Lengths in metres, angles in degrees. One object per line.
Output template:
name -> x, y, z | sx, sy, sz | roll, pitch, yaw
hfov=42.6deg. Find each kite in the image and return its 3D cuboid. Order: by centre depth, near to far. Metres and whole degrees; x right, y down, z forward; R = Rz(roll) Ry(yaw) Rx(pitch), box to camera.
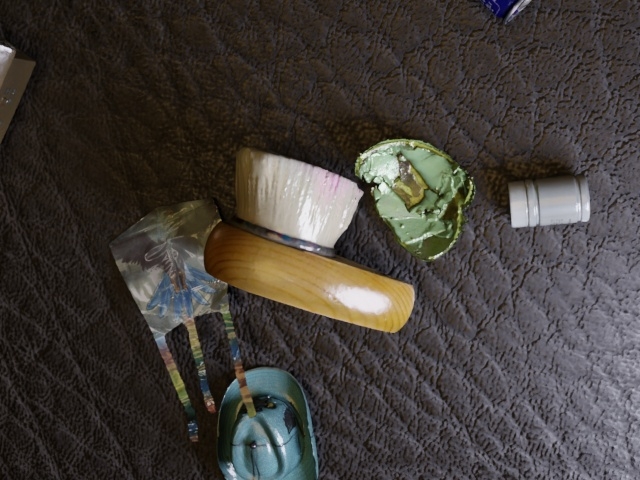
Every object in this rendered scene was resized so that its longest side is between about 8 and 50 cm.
kite -> -0.165, 0.095, 1.080 | 0.169, 0.015, 0.310 | -27, 79, 14

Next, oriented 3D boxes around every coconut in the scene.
coconut -> 0.124, -0.056, 1.016 | 0.133, 0.055, 0.158 | -19, 95, 8

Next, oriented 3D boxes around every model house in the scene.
model house -> -0.512, -0.203, 1.024 | 0.176, 0.248, 0.181 | 31, 101, 6

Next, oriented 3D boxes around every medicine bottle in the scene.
medicine bottle -> 0.273, -0.047, 0.986 | 0.091, 0.058, 0.058 | -5, 96, 12

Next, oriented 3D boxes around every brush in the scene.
brush -> 0.000, 0.000, 0.999 | 0.267, 0.174, 0.166 | 21, 91, 0

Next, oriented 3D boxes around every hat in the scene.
hat -> -0.076, 0.268, 1.085 | 0.138, 0.078, 0.191 | -4, 96, 15

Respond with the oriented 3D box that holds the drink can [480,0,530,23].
drink can -> 0.161, -0.365, 0.950 | 0.235, 0.097, 0.097 | 43, 103, 3
